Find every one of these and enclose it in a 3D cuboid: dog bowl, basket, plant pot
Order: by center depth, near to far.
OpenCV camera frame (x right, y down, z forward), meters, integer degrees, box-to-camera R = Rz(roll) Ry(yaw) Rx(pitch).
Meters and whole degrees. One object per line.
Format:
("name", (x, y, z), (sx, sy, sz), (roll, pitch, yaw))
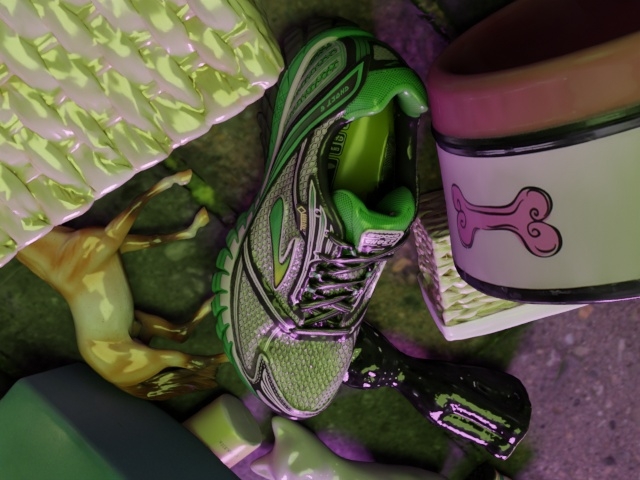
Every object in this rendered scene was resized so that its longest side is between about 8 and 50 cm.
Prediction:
("basket", (-0.240, -0.175, 0.726), (0.328, 0.266, 0.331), (-33, 118, 6))
("dog bowl", (0.257, -0.121, 0.778), (0.408, 0.408, 0.150), (-24, 106, 3))
("plant pot", (-0.194, 0.232, 0.967), (0.234, 0.165, 0.165), (45, 105, 12))
("basket", (0.169, 0.003, 0.974), (0.167, 0.113, 0.103), (-15, 114, -2))

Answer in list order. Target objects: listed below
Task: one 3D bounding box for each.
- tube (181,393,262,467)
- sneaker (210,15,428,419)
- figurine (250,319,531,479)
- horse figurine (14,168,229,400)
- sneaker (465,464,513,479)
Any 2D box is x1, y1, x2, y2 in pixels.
("tube", (-0.164, 0.240, 1.069), (0.240, 0.062, 0.070), (-36, 74, 15))
("sneaker", (0.000, 0.000, 0.899), (0.134, 0.146, 0.343), (-3, 115, -27))
("figurine", (0.060, 0.188, 1.072), (0.209, 0.092, 0.215), (26, 110, -11))
("horse figurine", (-0.166, 0.049, 0.967), (0.174, 0.066, 0.263), (-20, 116, -6))
("sneaker", (0.161, 0.314, 1.159), (0.075, 0.057, 0.161), (30, 106, -16))
